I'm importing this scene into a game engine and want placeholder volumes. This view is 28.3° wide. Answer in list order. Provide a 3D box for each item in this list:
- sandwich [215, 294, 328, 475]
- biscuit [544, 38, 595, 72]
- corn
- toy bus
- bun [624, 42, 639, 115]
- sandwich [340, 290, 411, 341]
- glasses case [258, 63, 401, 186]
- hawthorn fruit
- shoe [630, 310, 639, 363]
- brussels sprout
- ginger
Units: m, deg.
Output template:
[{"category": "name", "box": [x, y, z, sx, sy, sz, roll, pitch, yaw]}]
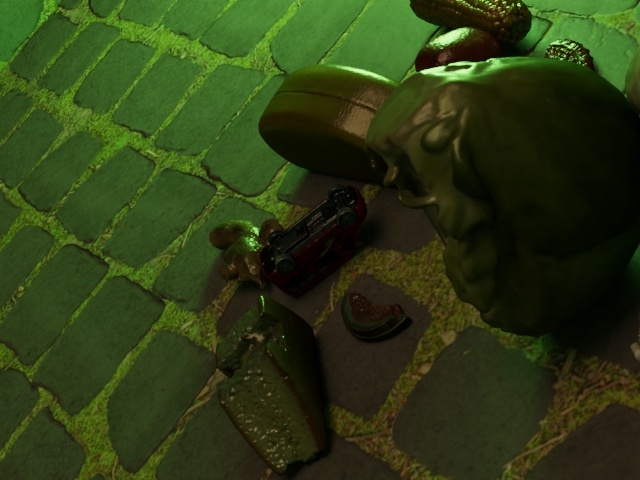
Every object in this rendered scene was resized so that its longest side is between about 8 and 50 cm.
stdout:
[{"category": "sandwich", "box": [-0.067, 0.209, 1.815, 0.122, 0.128, 0.235, -42, 33, 20]}, {"category": "biscuit", "box": [0.347, -0.225, 1.906, 0.126, 0.025, 0.206, 7, 60, 50]}, {"category": "corn", "box": [0.254, -0.389, 2.117, 0.102, 0.102, 0.313, -49, 36, -4]}, {"category": "toy bus", "box": [0.000, 0.000, 1.987, 0.195, 0.089, 0.081, -38, 35, 13]}, {"category": "bun", "box": [0.524, -0.160, 1.399, 0.349, 0.352, 0.227, 33, 89, 16]}, {"category": "sandwich", "box": [0.073, 0.113, 1.846, 0.135, 0.029, 0.067, 8, 61, 50]}, {"category": "glasses case", "box": [0.040, -0.197, 2.073, 0.371, 0.173, 0.141, 14, 69, 53]}, {"category": "hawthorn fruit", "box": [0.223, -0.270, 2.005, 0.138, 0.133, 0.133, -36, 32, -14]}, {"category": "shoe", "box": [0.490, 0.085, 1.279, 0.351, 0.198, 0.172, -38, 36, 14]}, {"category": "brussels sprout", "box": [0.240, -0.074, 1.557, 0.315, 0.371, 0.276, -48, 24, -3]}, {"category": "ginger", "box": [-0.136, 0.016, 2.145, 0.214, 0.059, 0.133, 9, 57, 49]}]
